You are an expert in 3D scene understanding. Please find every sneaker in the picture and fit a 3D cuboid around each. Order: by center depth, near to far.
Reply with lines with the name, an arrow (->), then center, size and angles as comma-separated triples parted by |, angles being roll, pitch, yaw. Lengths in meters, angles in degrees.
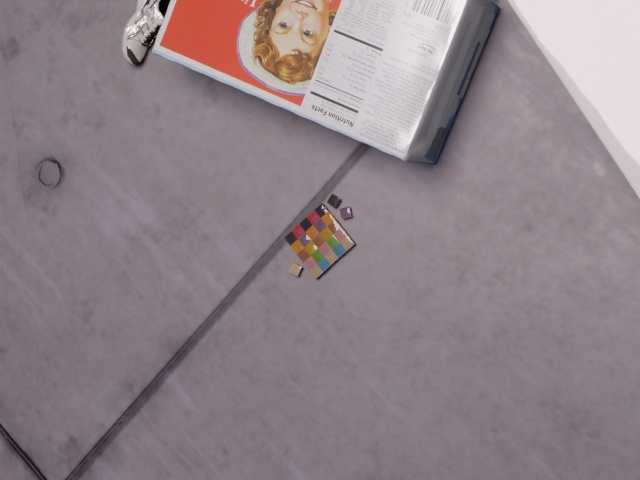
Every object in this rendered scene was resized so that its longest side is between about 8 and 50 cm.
sneaker -> -0.161, -0.204, 1.351 | 0.037, 0.032, 0.083 | 21, 98, 21

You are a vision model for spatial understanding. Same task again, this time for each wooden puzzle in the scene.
wooden puzzle -> 0.000, 0.000, 1.299 | 0.083, 0.006, 0.049 | -42, 75, 16

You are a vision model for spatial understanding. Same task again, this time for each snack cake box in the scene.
snack cake box -> 0.002, -0.185, 1.255 | 0.264, 0.089, 0.152 | 25, 101, 20

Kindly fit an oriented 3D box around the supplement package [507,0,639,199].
supplement package -> 0.266, -0.172, 1.101 | 0.177, 0.175, 0.293 | -34, 78, 17
